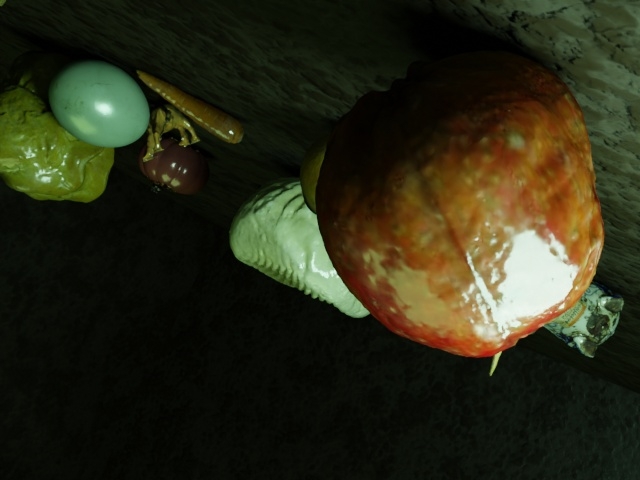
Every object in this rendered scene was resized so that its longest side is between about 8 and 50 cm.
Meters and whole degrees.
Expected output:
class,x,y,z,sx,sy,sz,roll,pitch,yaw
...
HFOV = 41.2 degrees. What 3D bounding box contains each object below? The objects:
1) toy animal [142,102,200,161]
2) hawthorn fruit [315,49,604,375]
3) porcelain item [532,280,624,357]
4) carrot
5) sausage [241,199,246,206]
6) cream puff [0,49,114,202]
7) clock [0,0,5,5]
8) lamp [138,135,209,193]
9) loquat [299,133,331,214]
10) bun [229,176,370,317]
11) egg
class,x,y,z,sx,sy,sz,roll,pitch,yaw
toy animal,-0.302,-0.232,1.651,0.116,0.114,0.255,69,160,-6
hawthorn fruit,0.125,-0.036,0.747,0.262,0.258,0.258,47,178,12
porcelain item,0.386,0.085,1.461,0.288,0.138,0.186,23,-167,-30
carrot,-0.228,-0.236,1.487,0.216,0.048,0.048,31,173,-10
sausage,-0.095,-0.038,2.243,0.255,0.148,0.148,22,175,-16
cream puff,-0.522,-0.220,1.672,0.274,0.269,0.323,43,-168,29
clock,-0.539,-0.390,1.238,0.170,0.069,0.232,29,172,-38
lamp,-0.362,-0.176,2.084,0.182,0.140,0.182,23,177,1
loquat,0.043,-0.086,1.225,0.163,0.137,0.163,33,159,14
bun,0.000,0.000,1.714,0.353,0.227,0.349,28,174,-10
egg,-0.399,-0.246,1.542,0.149,0.149,0.192,19,168,47
